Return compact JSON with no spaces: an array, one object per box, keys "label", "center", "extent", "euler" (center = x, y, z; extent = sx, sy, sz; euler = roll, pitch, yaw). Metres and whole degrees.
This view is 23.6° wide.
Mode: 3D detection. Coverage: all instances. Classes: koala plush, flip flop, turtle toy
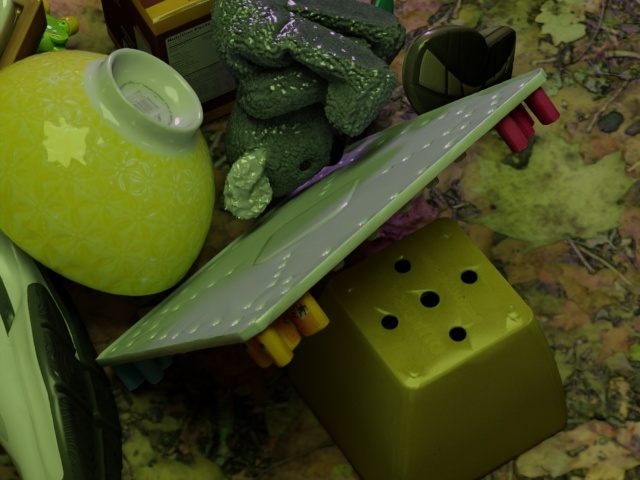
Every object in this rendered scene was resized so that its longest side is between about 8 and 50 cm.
[{"label":"koala plush","center":[-0.039,-0.141,1.621],"extent":[0.203,0.221,0.196],"euler":[19,30,-1]},{"label":"flip flop","center":[0.143,-0.193,1.674],"extent":[0.080,0.112,0.277],"euler":[19,20,20]},{"label":"turtle toy","center":[-0.330,-0.229,1.801],"extent":[0.130,0.066,0.095],"euler":[32,36,23]}]

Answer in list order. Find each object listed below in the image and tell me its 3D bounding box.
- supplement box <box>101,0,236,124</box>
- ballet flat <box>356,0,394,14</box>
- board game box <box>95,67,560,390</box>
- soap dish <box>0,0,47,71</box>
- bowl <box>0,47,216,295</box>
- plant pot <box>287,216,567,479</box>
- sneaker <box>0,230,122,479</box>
[{"label":"supplement box","center":[-0.161,-0.266,1.744],"extent":[0.129,0.194,0.191],"euler":[-25,58,-15]},{"label":"ballet flat","center":[0.034,-0.214,1.782],"extent":[0.079,0.077,0.222],"euler":[-7,48,20]},{"label":"board game box","center":[0.000,0.000,1.468],"extent":[0.390,0.390,0.050],"euler":[-41,101,-25]},{"label":"soap dish","center":[-0.463,-0.214,1.721],"extent":[0.290,0.118,0.229],"euler":[25,93,18]},{"label":"bowl","center":[-0.210,-0.102,1.566],"extent":[0.289,0.156,0.289],"euler":[30,33,-21]},{"label":"plant pot","center":[0.104,0.105,1.481],"extent":[0.212,0.187,0.212],"euler":[-28,59,-17]},{"label":"sneaker","center":[-0.369,0.126,1.534],"extent":[0.257,0.169,0.448],"euler":[-26,58,2]}]
